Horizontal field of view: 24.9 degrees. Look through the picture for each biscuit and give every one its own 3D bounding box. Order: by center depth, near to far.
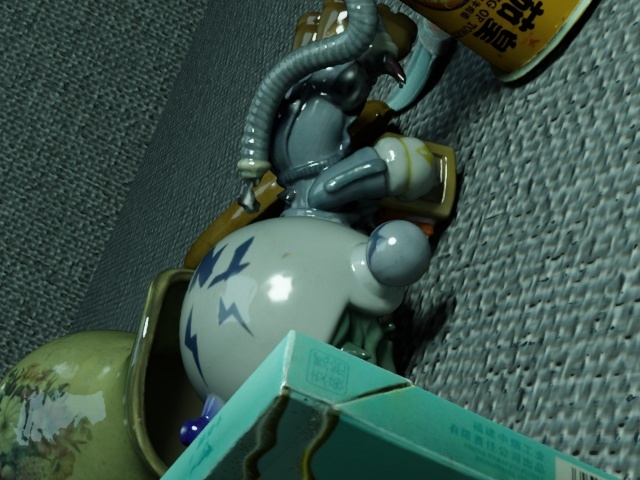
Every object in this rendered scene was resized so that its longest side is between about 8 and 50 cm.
[{"bbox_3d":[-0.034,-0.052,1.408,0.262,0.037,0.262,-40,-3,-3],"label":"biscuit"}]

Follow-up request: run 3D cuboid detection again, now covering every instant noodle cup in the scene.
[{"bbox_3d":[0.127,-0.258,1.156,0.216,0.172,0.216,-57,15,26],"label":"instant noodle cup"}]

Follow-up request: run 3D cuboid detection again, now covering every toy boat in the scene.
[{"bbox_3d":[0.092,-0.161,1.405,0.096,0.034,0.122,-87,18,-56],"label":"toy boat"}]

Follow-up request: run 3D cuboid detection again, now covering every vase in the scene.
[{"bbox_3d":[-0.170,0.224,1.357,0.302,0.240,0.329,-30,56,42],"label":"vase"}]

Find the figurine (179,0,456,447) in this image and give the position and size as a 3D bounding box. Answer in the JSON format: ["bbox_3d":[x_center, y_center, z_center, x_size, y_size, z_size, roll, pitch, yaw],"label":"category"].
[{"bbox_3d":[0.000,0.001,1.164,0.261,0.186,0.382,130,156,-70],"label":"figurine"}]

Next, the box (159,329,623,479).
[{"bbox_3d":[0.047,0.140,0.689,0.162,0.229,0.041,-51,20,42],"label":"box"}]
